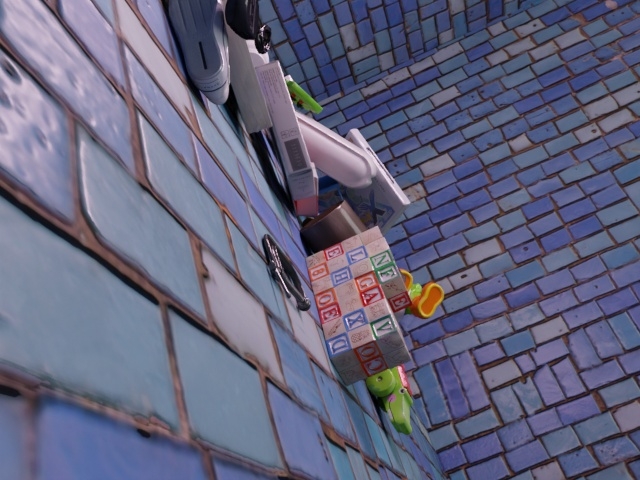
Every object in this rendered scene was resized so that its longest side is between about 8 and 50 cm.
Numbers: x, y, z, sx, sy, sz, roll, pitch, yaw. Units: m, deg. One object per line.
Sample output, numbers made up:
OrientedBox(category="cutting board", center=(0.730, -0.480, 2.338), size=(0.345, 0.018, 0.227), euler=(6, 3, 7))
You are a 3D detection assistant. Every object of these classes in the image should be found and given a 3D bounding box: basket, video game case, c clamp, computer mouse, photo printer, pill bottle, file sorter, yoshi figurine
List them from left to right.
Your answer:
OrientedBox(category="pill bottle", center=(-0.176, -0.453, 1.468), size=(0.169, 0.094, 0.094), euler=(-107, 171, -55))
OrientedBox(category="computer mouse", center=(-0.119, -0.360, 0.993), size=(0.242, 0.041, 0.071), euler=(-35, 130, -84))
OrientedBox(category="c clamp", center=(-0.050, 0.059, 0.898), size=(0.137, 0.022, 0.161), euler=(63, 4, 31))
OrientedBox(category="file sorter", center=(0.009, -0.118, 1.744), size=(0.170, 0.118, 0.105), euler=(-97, 165, -73))
OrientedBox(category="photo printer", center=(0.015, -0.249, 1.647), size=(0.307, 0.107, 0.256), euler=(30, 11, -5))
OrientedBox(category="basket", center=(0.068, 0.034, 1.379), size=(0.227, 0.154, 0.204), euler=(55, -11, -8))
OrientedBox(category="video game case", center=(0.109, -0.127, 1.865), size=(0.300, 0.036, 0.329), euler=(57, -40, 20))
OrientedBox(category="yoshi figurine", center=(0.200, 0.128, 1.707), size=(0.362, 0.202, 0.204), euler=(-16, -87, 70))

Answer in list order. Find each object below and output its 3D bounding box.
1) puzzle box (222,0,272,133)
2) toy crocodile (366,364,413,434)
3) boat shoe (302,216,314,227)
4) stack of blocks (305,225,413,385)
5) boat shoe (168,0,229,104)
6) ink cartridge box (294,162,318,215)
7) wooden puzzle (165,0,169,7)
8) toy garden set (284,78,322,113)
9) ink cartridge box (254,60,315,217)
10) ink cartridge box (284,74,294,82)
OrientedBox(category="puzzle box", center=(-0.184, -0.430, 1.108), size=(0.272, 0.052, 0.409), euler=(-112, -175, -59))
OrientedBox(category="toy crocodile", center=(0.158, 0.304, 1.432), size=(0.341, 0.105, 0.115), euler=(-107, 171, -51))
OrientedBox(category="boat shoe", center=(0.000, 0.000, 1.483), size=(0.045, 0.050, 0.135), euler=(-71, 137, -75))
OrientedBox(category="stack of blocks", center=(0.084, 0.115, 1.152), size=(0.297, 0.171, 0.087), euler=(-106, 170, -54))
OrientedBox(category="boat shoe", center=(-0.185, -0.309, 0.922), size=(0.076, 0.083, 0.226), euler=(81, 1, -65))
OrientedBox(category="ink cartridge box", center=(-0.038, -0.128, 1.471), size=(0.135, 0.056, 0.099), euler=(-102, -169, -68))
OrientedBox(category="wooden puzzle", center=(-0.254, -0.466, 1.018), size=(0.221, 0.044, 0.239), euler=(62, 7, -45))
OrientedBox(category="toy garden set", center=(-0.121, -0.424, 1.627), size=(0.203, 0.049, 0.244), euler=(38, 3, -29))
OrientedBox(category="ink cartridge box", center=(-0.073, -0.216, 1.334), size=(0.239, 0.060, 0.275), euler=(80, -7, -72))
OrientedBox(category="ink cartridge box", center=(-0.135, -0.524, 2.116), size=(0.150, 0.109, 0.063), euler=(-27, 94, -85))
